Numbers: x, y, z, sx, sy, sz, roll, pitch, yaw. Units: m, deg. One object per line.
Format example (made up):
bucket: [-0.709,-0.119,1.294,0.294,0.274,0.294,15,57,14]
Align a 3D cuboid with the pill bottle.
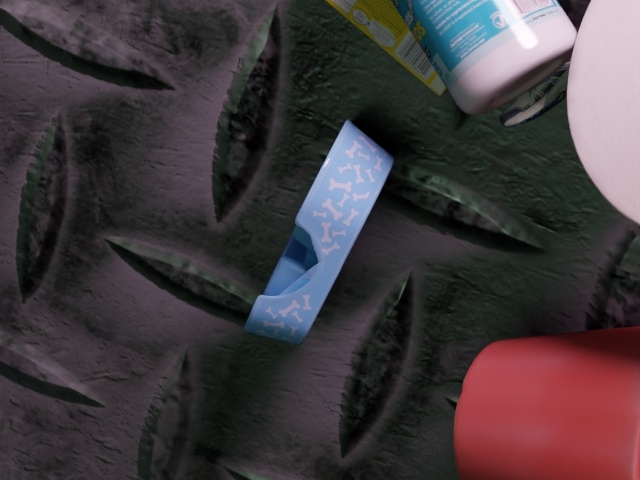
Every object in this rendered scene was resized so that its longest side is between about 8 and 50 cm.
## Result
pill bottle: [0.146,-0.275,1.661,0.146,0.146,0.264,-37,79,33]

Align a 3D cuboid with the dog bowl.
dog bowl: [0.000,0.000,1.864,0.074,0.166,0.297,27,121,0]

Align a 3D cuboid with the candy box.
candy box: [0.088,-0.267,1.777,0.206,0.027,0.105,41,120,5]

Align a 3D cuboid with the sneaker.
sneaker: [0.245,-0.176,1.733,0.135,0.052,0.058,-38,82,26]

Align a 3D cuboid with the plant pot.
plant pot: [0.299,0.218,1.761,0.243,0.275,0.275,3,113,35]

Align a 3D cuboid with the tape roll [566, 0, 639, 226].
tape roll: [0.415,-0.170,1.499,0.392,0.072,0.392,-16,64,36]
